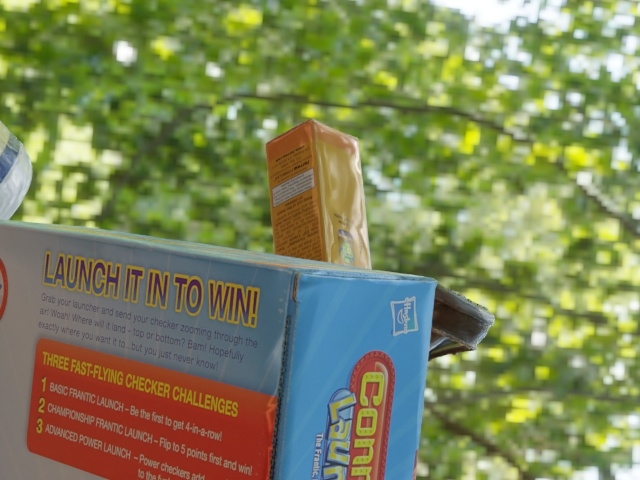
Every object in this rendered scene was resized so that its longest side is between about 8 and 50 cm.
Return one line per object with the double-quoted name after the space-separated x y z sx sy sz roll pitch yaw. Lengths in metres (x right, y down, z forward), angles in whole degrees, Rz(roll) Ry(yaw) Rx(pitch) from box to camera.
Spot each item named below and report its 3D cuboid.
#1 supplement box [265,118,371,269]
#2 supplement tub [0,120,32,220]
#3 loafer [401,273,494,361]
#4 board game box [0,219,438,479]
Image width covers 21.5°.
0.000 0.000 1.718 0.080 0.078 0.233 -26 -123 35 "supplement box"
-0.438 -0.108 1.514 0.228 0.316 0.228 -33 -158 15 "supplement tub"
0.071 0.133 2.076 0.366 0.134 0.130 -14 -125 53 "loafer"
-0.091 0.150 0.838 0.308 0.086 0.302 8 -87 50 "board game box"
